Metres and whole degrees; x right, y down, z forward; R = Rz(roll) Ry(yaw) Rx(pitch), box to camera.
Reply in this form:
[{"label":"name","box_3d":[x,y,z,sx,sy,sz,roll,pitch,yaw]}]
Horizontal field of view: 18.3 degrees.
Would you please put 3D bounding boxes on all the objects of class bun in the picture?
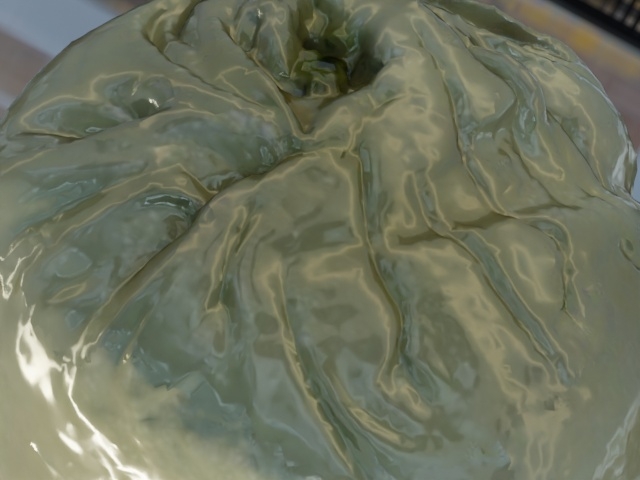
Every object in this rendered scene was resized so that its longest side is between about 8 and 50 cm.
[{"label":"bun","box_3d":[0.000,0.000,0.590,0.229,0.145,0.229,2,-151,-1]}]
